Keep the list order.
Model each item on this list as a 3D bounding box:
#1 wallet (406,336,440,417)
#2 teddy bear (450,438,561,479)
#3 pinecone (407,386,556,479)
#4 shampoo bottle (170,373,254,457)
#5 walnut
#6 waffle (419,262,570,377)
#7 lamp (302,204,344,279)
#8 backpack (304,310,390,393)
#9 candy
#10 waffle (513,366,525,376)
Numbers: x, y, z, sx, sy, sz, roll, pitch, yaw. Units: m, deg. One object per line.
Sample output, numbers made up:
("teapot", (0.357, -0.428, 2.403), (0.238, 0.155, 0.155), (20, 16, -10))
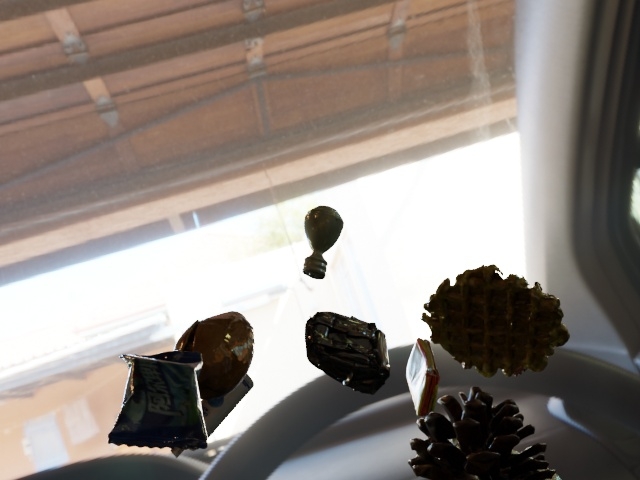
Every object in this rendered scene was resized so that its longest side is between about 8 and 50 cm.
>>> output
("wallet", (0.302, 0.387, 1.940), (0.067, 0.141, 0.241), (10, 18, -2))
("teddy bear", (0.399, 0.670, 1.596), (0.375, 0.327, 0.362), (19, -53, -17))
("pinecone", (0.265, 0.377, 1.160), (0.264, 0.264, 0.264), (-17, -12, -4))
("shampoo bottle", (-0.320, 0.499, 1.948), (0.303, 0.092, 0.092), (-45, 5, -33))
("walnut", (-0.273, 0.297, 1.821), (0.208, 0.209, 0.336), (-24, 13, 25))
("waffle", (0.387, 0.183, 1.492), (0.302, 0.325, 0.068), (-42, 19, 39))
("lamp", (0.000, 0.000, 1.716), (0.106, 0.193, 0.106), (10, -21, 4))
("backpack", (0.067, 0.275, 1.730), (0.258, 0.206, 0.133), (24, -52, -17))
("candy", (-0.322, 0.311, 1.351), (0.187, 0.077, 0.331), (4, 23, -12))
("waffle", (0.469, 0.286, 1.638), (0.075, 0.083, 0.029), (-60, 12, -6))
